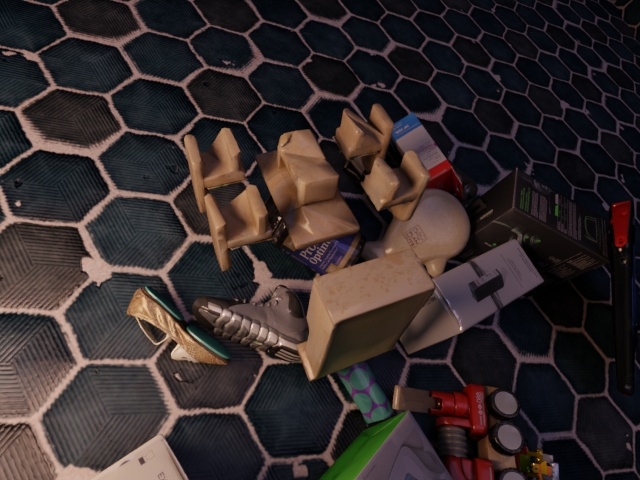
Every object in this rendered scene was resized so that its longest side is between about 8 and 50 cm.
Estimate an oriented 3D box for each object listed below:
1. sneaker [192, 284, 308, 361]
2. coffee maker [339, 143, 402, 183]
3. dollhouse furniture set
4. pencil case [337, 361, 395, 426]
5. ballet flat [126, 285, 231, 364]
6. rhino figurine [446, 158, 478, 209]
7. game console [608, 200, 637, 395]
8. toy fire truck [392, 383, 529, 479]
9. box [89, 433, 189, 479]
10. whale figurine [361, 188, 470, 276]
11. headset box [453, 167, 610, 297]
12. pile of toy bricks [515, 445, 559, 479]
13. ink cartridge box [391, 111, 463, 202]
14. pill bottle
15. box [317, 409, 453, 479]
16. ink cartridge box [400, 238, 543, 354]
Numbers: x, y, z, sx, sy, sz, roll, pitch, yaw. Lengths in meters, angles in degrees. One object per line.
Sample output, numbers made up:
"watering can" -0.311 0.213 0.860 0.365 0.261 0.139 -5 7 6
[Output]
"sneaker" -0.120 0.131 0.785 0.229 0.086 0.132 30 50 -17
"coffee maker" 0.162 -0.187 1.044 0.171 0.120 0.178 -21 74 -31
"dollhouse furniture set" 0.000 0.000 0.731 0.363 0.256 0.393 -16 59 -18
"pencil case" 0.078 0.273 0.792 0.065 0.070 0.151 -32 79 3
"ballet flat" -0.252 0.166 0.723 0.206 0.073 0.067 39 83 4
"rhino figurine" 0.337 -0.188 1.147 0.106 0.073 0.243 -38 81 -30
"game console" 0.744 0.122 1.002 0.342 0.060 0.385 -34 116 -51
"toy fire truck" 0.248 0.372 0.779 0.247 0.158 0.216 9 53 4
"box" -0.242 0.348 0.516 0.149 0.232 0.126 -28 77 -32
"whale figurine" 0.216 -0.005 0.981 0.272 0.141 0.216 -33 86 -9
"headset box" 0.487 -0.010 1.010 0.283 0.246 0.131 26 57 -6
"pile of toy bricks" 0.394 0.511 0.788 0.105 0.118 0.212 1 68 21
"ink cartridge box" 0.265 -0.189 1.037 0.078 0.134 0.230 -30 66 10
"pill bottle" -0.024 -0.014 0.871 0.219 0.122 0.122 32 56 -4
"box" 0.106 0.440 0.625 0.262 0.127 0.231 -11 65 -56
"ink cartridge box" 0.303 0.122 0.888 0.273 0.197 0.114 -19 72 -30
